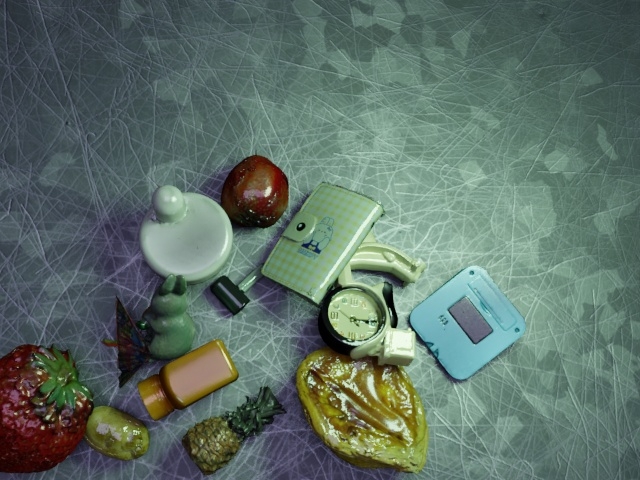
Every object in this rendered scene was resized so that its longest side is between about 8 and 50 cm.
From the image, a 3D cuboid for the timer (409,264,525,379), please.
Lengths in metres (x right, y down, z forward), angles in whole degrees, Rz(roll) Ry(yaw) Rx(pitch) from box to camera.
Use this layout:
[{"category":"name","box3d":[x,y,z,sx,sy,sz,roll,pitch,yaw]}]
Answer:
[{"category":"timer","box3d":[0.391,0.219,1.631,0.250,0.091,0.232,-37,85,-3]}]

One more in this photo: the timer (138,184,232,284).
[{"category":"timer","box3d":[-0.332,-0.012,1.484,0.233,0.240,0.234,2,75,-7]}]

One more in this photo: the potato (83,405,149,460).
[{"category":"potato","box3d":[-0.488,0.460,1.435,0.170,0.080,0.107,30,62,1]}]

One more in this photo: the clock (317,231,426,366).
[{"category":"clock","box3d":[0.132,0.126,1.554,0.276,0.120,0.379,12,59,-3]}]

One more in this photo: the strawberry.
[{"category":"strawberry","box3d":[-0.667,0.386,1.347,0.288,0.238,0.250,-38,47,6]}]

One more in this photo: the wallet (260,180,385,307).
[{"category":"wallet","box3d":[0.000,0.000,1.547,0.223,0.077,0.310,26,70,33]}]

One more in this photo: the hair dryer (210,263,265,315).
[{"category":"hair dryer","box3d":[-0.187,0.098,1.584,0.197,0.057,0.100,-41,85,-23]}]

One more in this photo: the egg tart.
[{"category":"egg tart","box3d":[0.095,0.408,1.476,0.351,0.153,0.340,16,42,-16]}]

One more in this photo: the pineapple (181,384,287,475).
[{"category":"pineapple","box3d":[-0.206,0.451,1.458,0.248,0.128,0.128,-32,83,-18]}]

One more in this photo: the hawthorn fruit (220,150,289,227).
[{"category":"hawthorn fruit","box3d":[-0.174,-0.147,1.582,0.181,0.181,0.235,1,66,-8]}]

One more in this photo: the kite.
[{"category":"kite","box3d":[-0.470,0.247,1.464,0.183,0.014,0.241,1,98,33]}]

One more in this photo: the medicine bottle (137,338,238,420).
[{"category":"medicine bottle","box3d":[-0.316,0.335,1.451,0.222,0.149,0.112,-26,81,-13]}]

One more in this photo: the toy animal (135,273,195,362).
[{"category":"toy animal","box3d":[-0.361,0.166,1.449,0.125,0.251,0.127,32,31,28]}]
